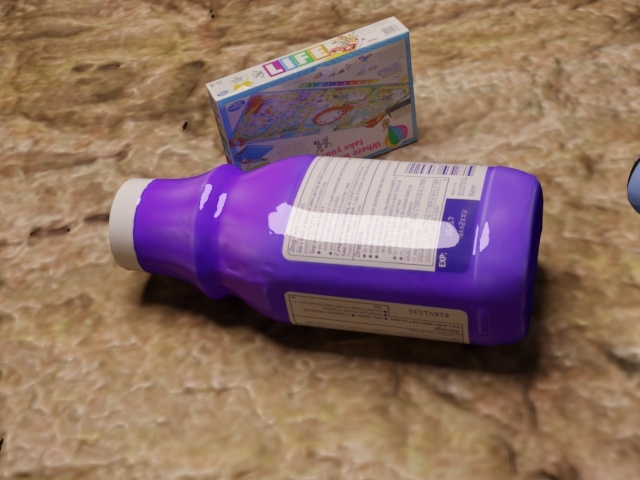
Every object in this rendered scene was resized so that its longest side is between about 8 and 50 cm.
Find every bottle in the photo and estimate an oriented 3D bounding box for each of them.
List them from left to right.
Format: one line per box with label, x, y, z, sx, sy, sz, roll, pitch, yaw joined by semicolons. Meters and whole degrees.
bottle;0.000;0.000;0.602;0.282;0.092;0.118;4;45;16

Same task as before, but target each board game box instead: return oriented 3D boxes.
board game box;-0.002;-0.098;0.695;0.154;0.103;0.026;-22;44;-12

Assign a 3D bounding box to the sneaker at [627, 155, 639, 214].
sneaker;0.272;-0.089;0.655;0.232;0.081;0.090;-34;45;-31
